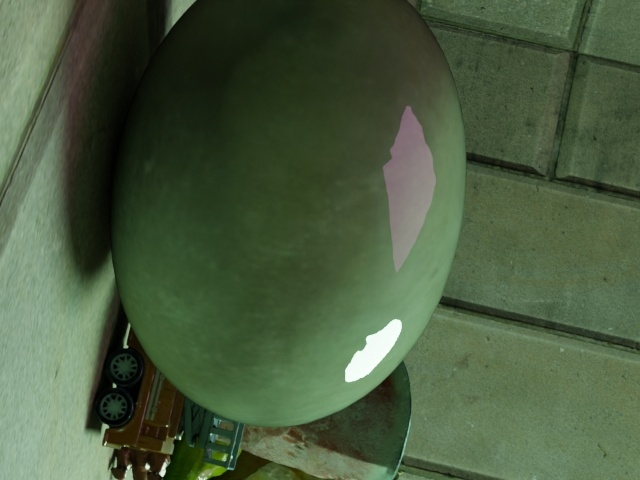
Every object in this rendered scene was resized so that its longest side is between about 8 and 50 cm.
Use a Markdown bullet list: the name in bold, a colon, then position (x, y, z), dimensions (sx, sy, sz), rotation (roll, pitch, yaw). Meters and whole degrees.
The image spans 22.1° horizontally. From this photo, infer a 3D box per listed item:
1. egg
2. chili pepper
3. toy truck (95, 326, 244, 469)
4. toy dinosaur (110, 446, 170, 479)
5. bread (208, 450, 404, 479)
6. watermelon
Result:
- **egg**: position (-0.024, -0.029, 1.171), dimensions (0.258, 0.258, 0.352), rotation (-66, 169, -67)
- **chili pepper**: position (-0.129, 0.239, 1.789), dimensions (0.204, 0.073, 0.072), rotation (-58, -178, -40)
- **toy truck**: position (-0.109, 0.091, 1.335), dimensions (0.080, 0.115, 0.178), rotation (71, 30, -81)
- **toy dinosaur**: position (-0.156, 0.185, 1.445), dimensions (0.055, 0.049, 0.154), rotation (-74, 171, -67)
- **bread**: position (-0.045, 0.393, 2.194), dimensions (0.395, 0.264, 0.239), rotation (-48, 163, -80)
- **watermelon**: position (-0.040, 0.163, 1.745), dimensions (0.226, 0.318, 0.148), rotation (-27, 152, -26)
